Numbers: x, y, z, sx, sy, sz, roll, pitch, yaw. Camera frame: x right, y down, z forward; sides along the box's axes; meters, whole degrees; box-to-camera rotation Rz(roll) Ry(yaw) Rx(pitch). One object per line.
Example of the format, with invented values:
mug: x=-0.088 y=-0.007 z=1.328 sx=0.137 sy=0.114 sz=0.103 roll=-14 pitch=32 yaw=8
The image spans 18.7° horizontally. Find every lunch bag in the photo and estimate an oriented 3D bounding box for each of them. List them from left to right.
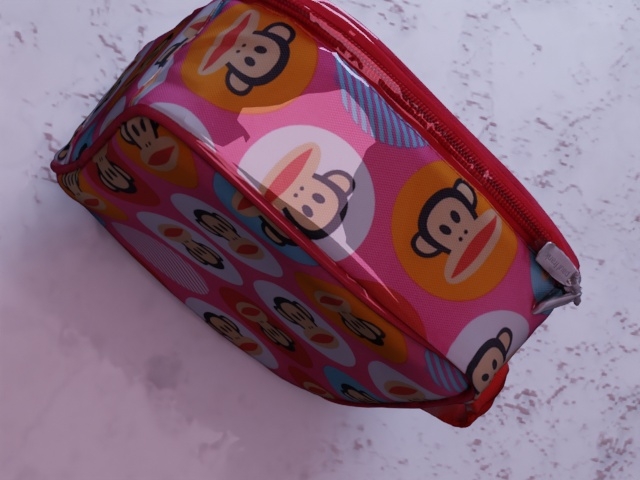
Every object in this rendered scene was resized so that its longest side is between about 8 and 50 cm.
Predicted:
lunch bag: x=0.000 y=0.000 z=0.998 sx=0.258 sy=0.293 sz=0.120 roll=43 pitch=75 yaw=-12
